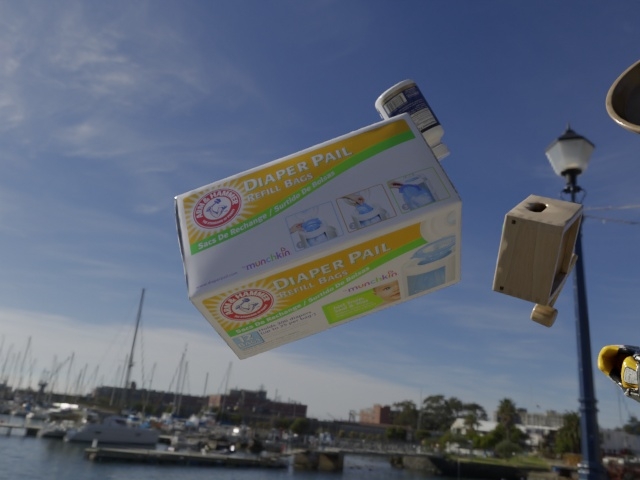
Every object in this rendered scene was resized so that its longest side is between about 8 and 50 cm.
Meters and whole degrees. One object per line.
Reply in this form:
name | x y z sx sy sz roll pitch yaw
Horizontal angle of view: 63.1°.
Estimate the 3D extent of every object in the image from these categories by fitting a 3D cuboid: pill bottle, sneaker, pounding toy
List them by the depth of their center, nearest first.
sneaker | 0.442 0.194 0.669 0.092 0.088 0.225 13 3 -3
pounding toy | 0.346 0.038 0.840 0.094 0.206 0.181 18 28 33
pill bottle | 0.191 -0.231 1.061 0.094 0.169 0.094 -29 -4 -2

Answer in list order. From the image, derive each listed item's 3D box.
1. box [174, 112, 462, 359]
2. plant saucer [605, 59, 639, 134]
box | 0.000 0.000 0.425 0.203 0.103 0.114 -20 -37 1
plant saucer | 0.615 -0.248 0.834 0.277 0.278 0.041 -9 -49 37
